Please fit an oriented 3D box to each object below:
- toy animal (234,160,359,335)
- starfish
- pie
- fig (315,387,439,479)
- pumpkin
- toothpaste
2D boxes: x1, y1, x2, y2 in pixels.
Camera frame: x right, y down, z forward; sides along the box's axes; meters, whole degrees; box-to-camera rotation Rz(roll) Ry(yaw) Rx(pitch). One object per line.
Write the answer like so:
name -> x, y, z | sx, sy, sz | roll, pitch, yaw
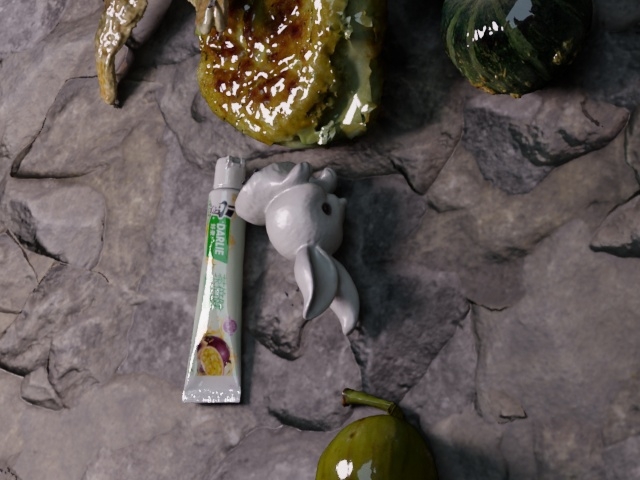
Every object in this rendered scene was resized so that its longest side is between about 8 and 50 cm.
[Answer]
toy animal -> -0.002, -0.002, 1.487 | 0.131, 0.104, 0.221 | -40, 59, 5
starfish -> -0.246, -0.369, 1.700 | 0.324, 0.082, 0.432 | -39, 51, 36
pie -> -0.050, -0.269, 1.575 | 0.354, 0.103, 0.288 | 36, 115, 35
fig -> 0.069, 0.253, 1.354 | 0.148, 0.186, 0.142 | -20, 106, 38
pumpkin -> 0.230, -0.260, 1.454 | 0.190, 0.146, 0.190 | -38, 27, 23
toothpaste -> -0.125, 0.049, 1.560 | 0.058, 0.056, 0.315 | -28, 55, 60
